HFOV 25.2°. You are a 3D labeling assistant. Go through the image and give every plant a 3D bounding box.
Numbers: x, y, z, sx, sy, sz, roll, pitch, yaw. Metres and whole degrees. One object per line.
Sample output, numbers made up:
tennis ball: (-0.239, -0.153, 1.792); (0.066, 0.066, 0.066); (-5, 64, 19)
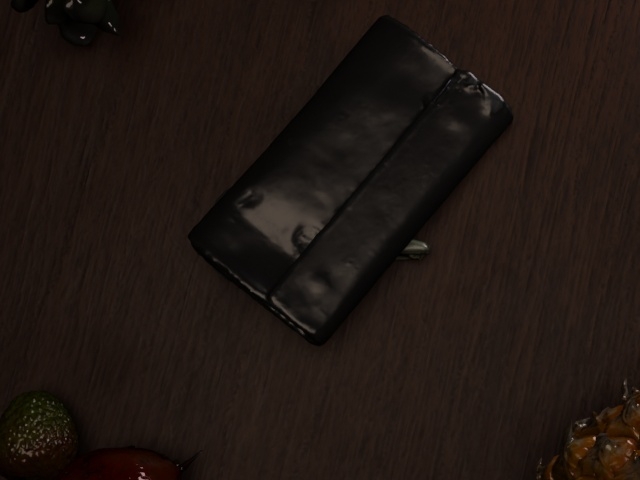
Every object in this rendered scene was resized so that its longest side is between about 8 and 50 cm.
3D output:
plant: (-0.294, -0.396, 1.867); (0.188, 0.199, 0.276); (4, 76, 9)

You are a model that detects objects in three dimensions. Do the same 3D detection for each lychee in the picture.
lychee: (-0.366, 0.263, 1.827); (0.114, 0.114, 0.146); (-4, 67, 4)

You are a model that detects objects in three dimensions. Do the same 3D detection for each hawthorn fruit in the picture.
hawthorn fruit: (-0.245, 0.334, 1.792); (0.235, 0.181, 0.181); (-42, 81, -19)

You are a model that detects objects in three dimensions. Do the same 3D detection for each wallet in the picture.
wallet: (0.041, -0.082, 1.836); (0.228, 0.062, 0.406); (37, 78, 13)

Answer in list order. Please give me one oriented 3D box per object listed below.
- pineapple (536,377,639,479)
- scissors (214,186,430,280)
pineapple: (0.424, 0.325, 1.650); (0.300, 0.352, 0.352); (-36, 81, -1)
scissors: (0.000, 0.000, 1.869); (0.289, 0.041, 0.138); (5, 83, 9)
